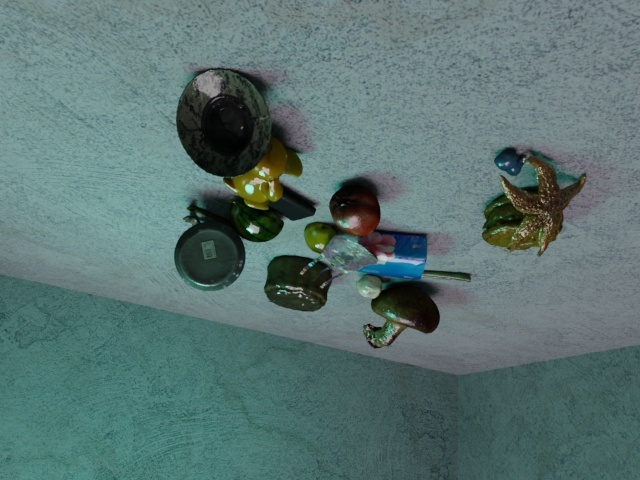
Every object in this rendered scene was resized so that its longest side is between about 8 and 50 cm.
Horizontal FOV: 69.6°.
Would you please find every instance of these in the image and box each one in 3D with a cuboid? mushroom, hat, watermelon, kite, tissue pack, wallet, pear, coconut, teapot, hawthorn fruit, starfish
[{"bbox_3d":[0.377,0.378,2.226,0.331,0.356,0.334,46,168,-32],"label":"mushroom"},{"bbox_3d":[-0.237,-0.299,1.194,0.265,0.266,0.128,7,-167,3],"label":"hat"},{"bbox_3d":[-0.252,-0.062,1.713,0.204,0.127,0.232,4,160,41],"label":"watermelon"},{"bbox_3d":[0.053,0.088,1.794,0.204,0.022,0.360,33,141,-19],"label":"kite"},{"bbox_3d":[0.274,0.065,1.806,0.269,0.137,0.209,6,156,5],"label":"tissue pack"},{"bbox_3d":[-0.146,-0.141,1.620,0.250,0.044,0.149,27,154,-34],"label":"wallet"},{"bbox_3d":[0.000,0.000,1.803,0.141,0.104,0.141,6,151,3],"label":"pear"},{"bbox_3d":[0.226,0.215,2.179,0.124,0.110,0.110,12,155,-18],"label":"coconut"},{"bbox_3d":[-0.430,0.035,1.779,0.300,0.253,0.344,58,173,-6],"label":"teapot"},{"bbox_3d":[0.122,-0.093,1.509,0.169,0.169,0.188,-9,152,33],"label":"hawthorn fruit"},{"bbox_3d":[0.610,-0.084,1.285,0.299,0.060,0.303,-4,114,-18],"label":"starfish"}]

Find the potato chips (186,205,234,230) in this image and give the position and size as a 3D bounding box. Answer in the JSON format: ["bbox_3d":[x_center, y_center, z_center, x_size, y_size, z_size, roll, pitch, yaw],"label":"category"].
[{"bbox_3d":[-0.431,-0.092,1.824,0.204,0.037,0.026,27,140,-24],"label":"potato chips"}]

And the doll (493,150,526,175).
[{"bbox_3d":[0.517,-0.213,1.252,0.083,0.051,0.076,26,145,-29],"label":"doll"}]

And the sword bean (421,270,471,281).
[{"bbox_3d":[0.530,0.157,2.043,0.269,0.038,0.043,3,129,11],"label":"sword bean"}]

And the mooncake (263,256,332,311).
[{"bbox_3d":[-0.110,0.215,2.193,0.323,0.187,0.324,9,155,4],"label":"mooncake"}]

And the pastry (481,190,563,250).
[{"bbox_3d":[0.642,-0.060,1.462,0.235,0.132,0.240,14,163,-30],"label":"pastry"}]

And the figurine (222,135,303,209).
[{"bbox_3d":[-0.171,-0.203,1.336,0.228,0.215,0.215,-27,139,31],"label":"figurine"}]

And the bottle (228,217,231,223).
[{"bbox_3d":[-0.318,-0.061,1.819,0.101,0.047,0.063,40,171,-23],"label":"bottle"}]
